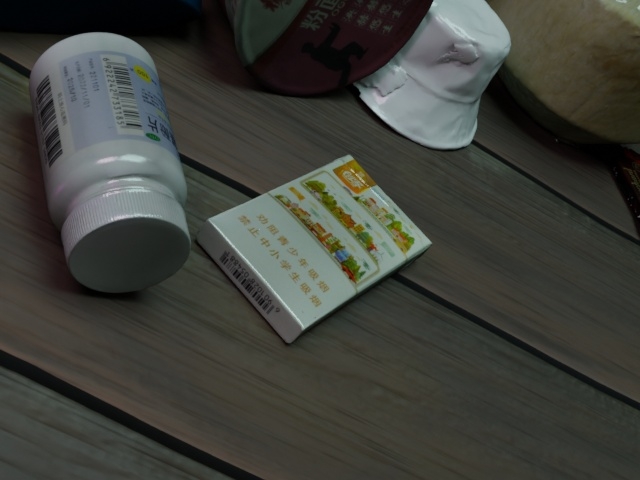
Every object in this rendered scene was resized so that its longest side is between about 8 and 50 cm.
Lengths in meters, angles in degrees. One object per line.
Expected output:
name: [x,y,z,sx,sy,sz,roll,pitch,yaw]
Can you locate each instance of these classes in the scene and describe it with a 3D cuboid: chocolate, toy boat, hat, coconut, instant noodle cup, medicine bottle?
chocolate: [0.408,-0.057,1.430,0.086,0.028,0.182,15,45,-28]
toy boat: [-0.208,-0.227,1.002,0.299,0.096,0.061,-8,67,-48]
hat: [0.128,-0.208,1.254,0.203,0.126,0.203,28,36,-23]
coconut: [0.362,-0.281,1.393,0.323,0.323,0.323,24,39,-21]
instant noodle cup: [-0.019,-0.286,1.138,0.235,0.234,0.178,0,42,-42]
medicine bottle: [-0.158,-0.060,0.860,0.103,0.103,0.186,11,45,-34]

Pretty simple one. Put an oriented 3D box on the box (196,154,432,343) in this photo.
box: [0.000,-0.001,1.001,0.122,0.032,0.220,47,37,10]
